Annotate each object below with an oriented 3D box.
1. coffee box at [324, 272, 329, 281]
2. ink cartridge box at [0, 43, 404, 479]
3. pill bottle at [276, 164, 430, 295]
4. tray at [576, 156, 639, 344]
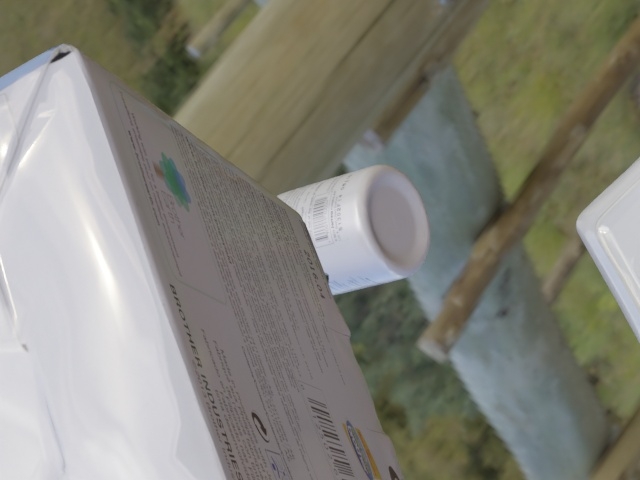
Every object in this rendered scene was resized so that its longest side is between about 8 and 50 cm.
[{"bbox_3d":[-0.046,0.126,1.550,0.040,0.184,0.113,13,164,-43],"label":"coffee box"},{"bbox_3d":[-0.070,0.095,0.872,0.395,0.151,0.270,32,-146,-66],"label":"ink cartridge box"},{"bbox_3d":[0.000,0.000,1.758,0.229,0.131,0.131,-15,129,39],"label":"pill bottle"},{"bbox_3d":[0.233,0.048,0.832,0.030,0.145,0.270,7,-133,-39],"label":"tray"}]
